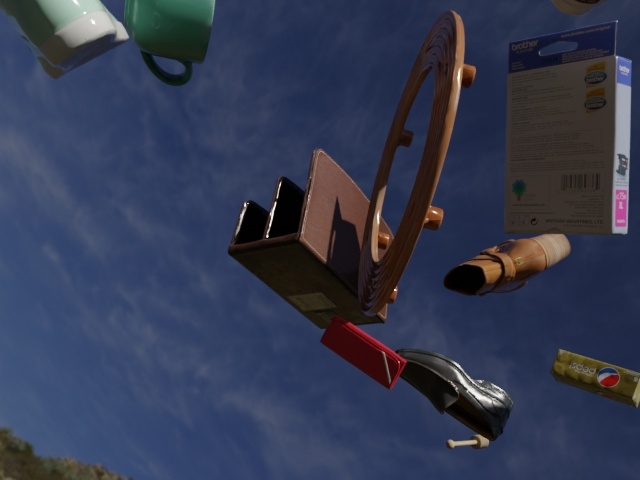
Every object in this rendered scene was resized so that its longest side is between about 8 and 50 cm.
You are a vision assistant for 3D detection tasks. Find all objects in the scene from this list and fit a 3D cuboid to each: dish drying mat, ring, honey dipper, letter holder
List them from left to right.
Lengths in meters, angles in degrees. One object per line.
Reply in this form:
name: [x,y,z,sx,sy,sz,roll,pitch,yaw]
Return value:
letter holder: [0.000,0.000,1.219,0.152,0.214,0.302,-11,-37,32]
dish drying mat: [0.038,0.103,0.611,0.083,0.008,0.032,31,-84,26]
ring: [0.100,-0.079,0.724,0.032,0.337,0.337,15,-50,-4]
honey dipper: [0.308,0.429,1.387,0.030,0.160,0.030,-10,-106,38]

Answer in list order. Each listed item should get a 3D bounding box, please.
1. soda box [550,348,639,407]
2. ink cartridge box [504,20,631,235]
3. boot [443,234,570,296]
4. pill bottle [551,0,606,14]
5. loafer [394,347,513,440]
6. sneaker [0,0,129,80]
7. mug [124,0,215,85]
soda box: [0.604,0.300,1.435,0.181,0.061,0.058,13,-22,42]
ink cartridge box: [0.381,-0.165,1.023,0.185,0.065,0.311,3,-84,49]
boot: [0.342,0.073,1.335,0.283,0.220,0.109,-30,-101,65]
pill bottle: [0.330,-0.335,0.781,0.086,0.086,0.152,56,-7,7]
loafer: [0.166,0.197,0.852,0.170,0.061,0.062,25,-46,9]
sneaker: [-0.263,-0.243,0.630,0.151,0.094,0.256,59,-12,-18]
mug: [-0.185,-0.273,0.789,0.129,0.097,0.158,-155,-108,-71]
